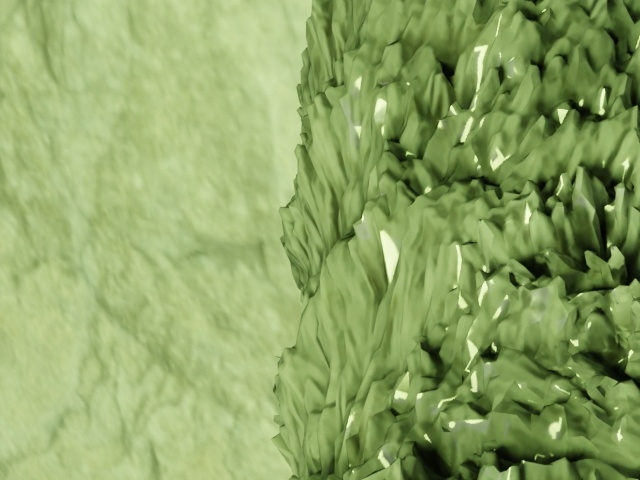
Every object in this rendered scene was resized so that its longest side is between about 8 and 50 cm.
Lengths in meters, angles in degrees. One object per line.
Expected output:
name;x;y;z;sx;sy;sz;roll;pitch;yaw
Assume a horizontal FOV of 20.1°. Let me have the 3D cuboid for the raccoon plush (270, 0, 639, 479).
raccoon plush;0.000;0.000;0.485;0.446;0.299;0.216;48;142;14
